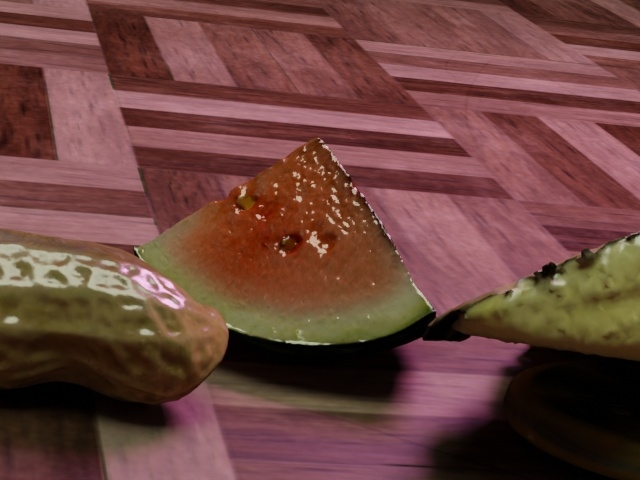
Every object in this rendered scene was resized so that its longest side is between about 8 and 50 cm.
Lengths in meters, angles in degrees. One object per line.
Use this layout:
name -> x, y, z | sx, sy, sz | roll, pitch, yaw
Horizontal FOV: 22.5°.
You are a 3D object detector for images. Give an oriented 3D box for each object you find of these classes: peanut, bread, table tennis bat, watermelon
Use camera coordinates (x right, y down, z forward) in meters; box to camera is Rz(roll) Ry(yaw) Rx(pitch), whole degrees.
peanut -> -0.147, 0.042, 0.882 | 0.194, 0.083, 0.093 | 12, 18, 8
bread -> 0.280, -0.019, 0.973 | 0.404, 0.242, 0.346 | 10, -4, 4
table tennis bat -> 0.266, 0.113, 0.936 | 0.320, 0.050, 0.198 | 5, 11, -1
watermelon -> -0.004, 0.020, 1.020 | 0.193, 0.137, 0.145 | 14, -17, 15
